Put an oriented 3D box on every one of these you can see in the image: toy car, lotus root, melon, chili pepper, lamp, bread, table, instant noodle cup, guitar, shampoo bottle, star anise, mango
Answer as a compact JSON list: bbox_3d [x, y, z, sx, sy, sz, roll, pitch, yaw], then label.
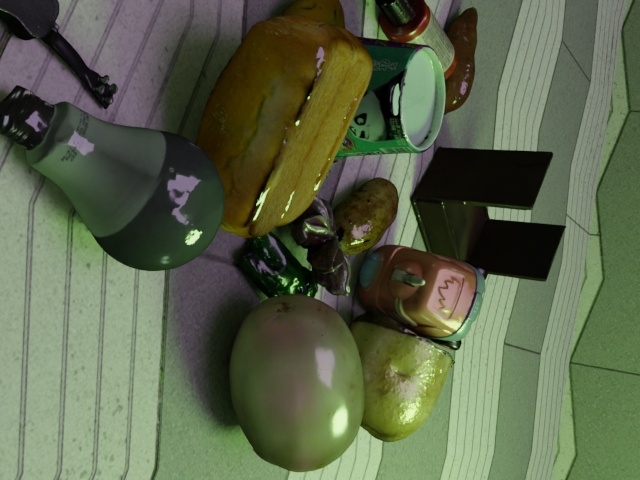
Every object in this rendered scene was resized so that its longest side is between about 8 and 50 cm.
[{"bbox_3d":[0.192,0.098,1.805,0.212,0.270,0.181,27,81,-35],"label":"toy car"},{"bbox_3d":[0.093,-0.054,1.744,0.258,0.097,0.110,-46,131,-50],"label":"lotus root"},{"bbox_3d":[-0.039,0.241,1.461,0.223,0.223,0.317,-44,137,-46],"label":"melon"},{"bbox_3d":[-0.070,0.055,1.527,0.224,0.061,0.098,46,58,-54],"label":"chili pepper"},{"bbox_3d":[-0.247,-0.097,1.107,0.314,0.181,0.182,55,50,-34],"label":"lamp"},{"bbox_3d":[-0.063,-0.180,1.339,0.337,0.148,0.328,-65,168,18],"label":"bread"},{"bbox_3d":[0.400,-0.061,2.063,0.196,0.282,0.251,-59,142,-36],"label":"table"},{"bbox_3d":[0.108,-0.262,1.629,0.251,0.190,0.251,-19,113,-56],"label":"instant noodle cup"},{"bbox_3d":[-0.323,-0.247,1.066,0.271,0.038,0.084,50,56,-51],"label":"guitar"},{"bbox_3d":[0.191,-0.434,1.815,0.278,0.104,0.104,38,64,-55],"label":"shampoo bottle"},{"bbox_3d":[-0.002,0.000,1.553,0.197,0.073,0.212,48,22,-69],"label":"star anise"},{"bbox_3d":[-0.010,-0.358,1.507,0.137,0.098,0.195,55,46,-43],"label":"mango"}]

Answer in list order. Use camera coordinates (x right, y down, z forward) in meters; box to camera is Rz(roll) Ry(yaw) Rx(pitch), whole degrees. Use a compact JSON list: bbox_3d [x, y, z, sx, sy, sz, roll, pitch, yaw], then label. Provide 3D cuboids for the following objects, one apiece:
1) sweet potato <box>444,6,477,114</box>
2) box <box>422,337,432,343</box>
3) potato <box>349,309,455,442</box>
[{"bbox_3d":[0.323,-0.430,2.048,0.097,0.097,0.292,40,61,-54],"label":"sweet potato"},{"bbox_3d":[0.226,0.233,2.051,0.045,0.062,0.098,-45,135,-40],"label":"box"},{"bbox_3d":[0.141,0.289,1.787,0.285,0.242,0.243,60,45,-66],"label":"potato"}]
